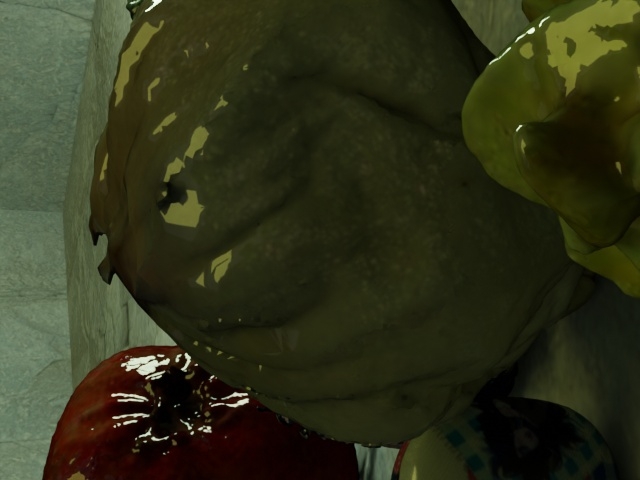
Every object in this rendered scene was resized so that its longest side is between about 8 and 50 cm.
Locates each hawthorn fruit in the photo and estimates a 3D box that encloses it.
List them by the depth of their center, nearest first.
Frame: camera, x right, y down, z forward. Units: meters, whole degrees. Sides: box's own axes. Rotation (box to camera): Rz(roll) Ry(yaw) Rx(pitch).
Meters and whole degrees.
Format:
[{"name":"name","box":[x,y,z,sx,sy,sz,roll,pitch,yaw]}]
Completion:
[{"name":"hawthorn fruit","box":[-0.099,0.231,1.101,0.307,0.265,0.265,79,178,-48]}]

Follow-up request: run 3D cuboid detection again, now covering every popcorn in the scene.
[{"name":"popcorn","box":[0.146,-0.051,0.437,0.167,0.186,0.187,-12,62,44]}]

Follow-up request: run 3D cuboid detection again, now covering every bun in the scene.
[{"name":"bun","box":[-0.007,-0.023,0.641,0.281,0.205,0.281,44,166,14]}]

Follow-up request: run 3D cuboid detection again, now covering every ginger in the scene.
[{"name":"ginger","box":[0.137,0.024,0.721,0.048,0.030,0.097,-63,13,-18]}]

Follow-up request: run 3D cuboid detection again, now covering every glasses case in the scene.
[{"name":"glasses case","box":[0.095,0.244,0.652,0.076,0.125,0.327,155,117,-71]}]

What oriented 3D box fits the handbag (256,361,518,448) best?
[{"name":"handbag","box":[0.040,0.035,0.859,0.229,0.127,0.207,-29,69,52]}]

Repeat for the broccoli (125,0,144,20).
[{"name":"broccoli","box":[-0.040,-0.246,1.022,0.288,0.248,0.245,-18,53,24]}]
